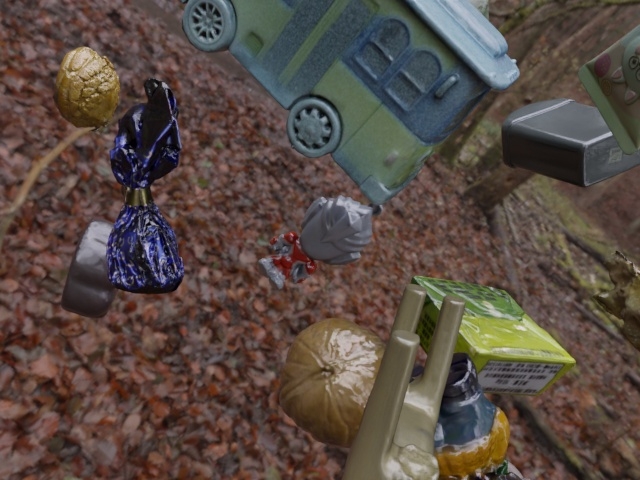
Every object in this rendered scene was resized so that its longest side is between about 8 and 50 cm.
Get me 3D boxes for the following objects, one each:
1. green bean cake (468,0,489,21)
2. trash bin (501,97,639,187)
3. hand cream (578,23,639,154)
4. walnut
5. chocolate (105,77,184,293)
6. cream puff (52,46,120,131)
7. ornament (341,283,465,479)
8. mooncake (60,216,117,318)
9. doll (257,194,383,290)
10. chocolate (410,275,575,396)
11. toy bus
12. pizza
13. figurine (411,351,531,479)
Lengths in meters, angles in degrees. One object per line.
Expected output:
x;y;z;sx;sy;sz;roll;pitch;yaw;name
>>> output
0.068;-0.310;0.940;0.319;0.335;0.218;39;51;18;green bean cake
0.454;-0.187;1.061;0.236;0.176;0.101;41;-33;58;trash bin
0.446;-0.244;0.655;0.093;0.306;0.147;-3;62;-31;hand cream
0.050;0.340;1.370;0.333;0.333;0.333;39;20;-17;walnut
-0.291;-0.089;0.936;0.126;0.344;0.148;-8;18;-41;chocolate
-0.533;-0.344;1.323;0.129;0.189;0.189;17;25;-8;cream puff
0.044;0.169;0.389;0.061;0.245;0.230;15;9;10;ornament
-0.550;0.071;1.412;0.133;0.245;0.245;24;25;-16;mooncake
0.000;0.000;0.733;0.094;0.180;0.079;57;9;-4;doll
0.370;0.223;1.322;0.300;0.137;0.289;10;25;-26;chocolate
0.019;-0.207;0.556;0.312;0.190;0.152;46;31;2;toy bus
0.449;0.124;0.728;0.323;0.089;0.223;25;21;-43;pizza
0.197;0.332;0.759;0.204;0.185;0.332;-81;148;-60;figurine
